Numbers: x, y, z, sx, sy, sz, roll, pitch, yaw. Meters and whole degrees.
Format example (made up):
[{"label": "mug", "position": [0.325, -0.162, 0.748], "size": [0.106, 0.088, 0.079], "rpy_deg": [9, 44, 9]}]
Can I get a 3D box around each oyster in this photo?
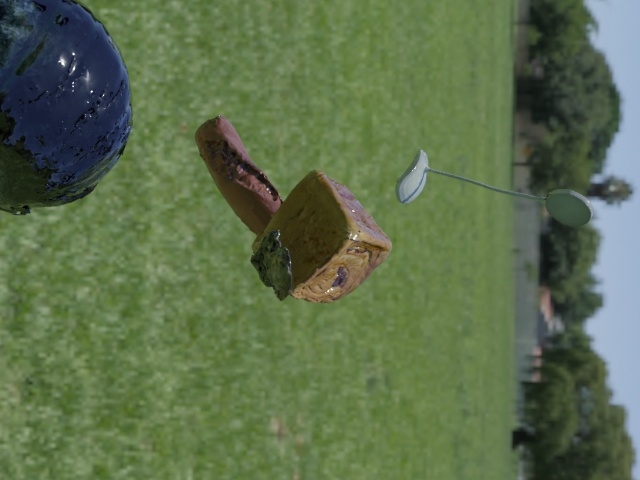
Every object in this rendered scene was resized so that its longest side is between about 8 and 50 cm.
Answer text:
[{"label": "oyster", "position": [-0.045, 0.020, 1.084], "size": [0.083, 0.019, 0.054], "rpy_deg": [-126, -137, -58]}]

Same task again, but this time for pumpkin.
[{"label": "pumpkin", "position": [-0.262, -0.124, 0.977], "size": [0.233, 0.233, 0.163], "rpy_deg": [76, 33, -58]}]

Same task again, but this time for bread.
[{"label": "bread", "position": [0.000, 0.000, 1.765], "size": [0.158, 0.143, 0.149], "rpy_deg": [-46, 154, 7]}]

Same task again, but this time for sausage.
[{"label": "sausage", "position": [-0.111, -0.077, 1.957], "size": [0.327, 0.087, 0.079], "rpy_deg": [53, -32, 24]}]

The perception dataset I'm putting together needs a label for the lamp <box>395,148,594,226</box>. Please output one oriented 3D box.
[{"label": "lamp", "position": [0.178, -0.043, 1.235], "size": [0.050, 0.198, 0.056], "rpy_deg": [81, 30, -53]}]
